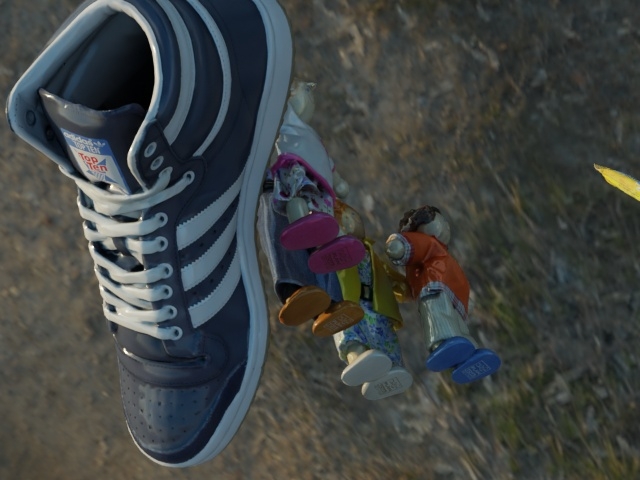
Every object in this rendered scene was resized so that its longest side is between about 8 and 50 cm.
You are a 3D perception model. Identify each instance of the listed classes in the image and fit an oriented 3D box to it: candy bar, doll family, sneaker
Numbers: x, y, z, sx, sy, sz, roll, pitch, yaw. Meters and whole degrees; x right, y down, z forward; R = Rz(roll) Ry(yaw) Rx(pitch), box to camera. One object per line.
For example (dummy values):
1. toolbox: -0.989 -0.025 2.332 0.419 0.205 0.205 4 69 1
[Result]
1. candy bar: 0.332 -0.045 1.463 0.018 0.040 0.161 -64 29 10
2. doll family: 0.000 0.000 0.942 0.118 0.263 0.163 -31 46 18
3. sneaker: -0.096 -0.004 0.784 0.099 0.153 0.282 12 99 26
